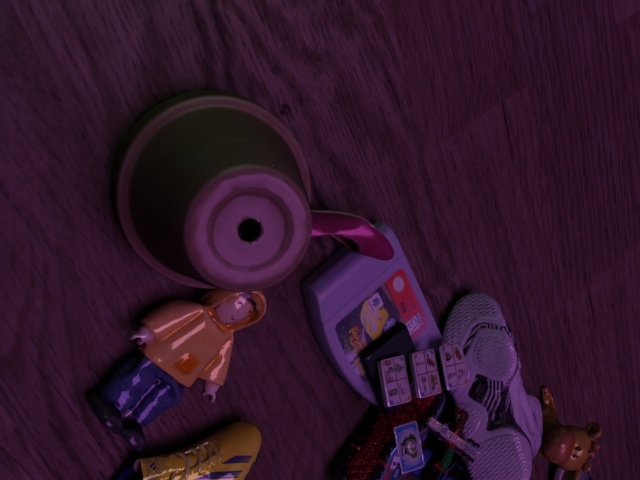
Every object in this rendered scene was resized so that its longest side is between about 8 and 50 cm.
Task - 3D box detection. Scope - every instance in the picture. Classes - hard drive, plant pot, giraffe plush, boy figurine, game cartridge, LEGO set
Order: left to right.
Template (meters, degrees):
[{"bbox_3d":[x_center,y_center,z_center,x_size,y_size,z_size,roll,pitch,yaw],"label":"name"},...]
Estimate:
[{"bbox_3d":[-0.184,0.159,1.167,0.285,0.092,0.177,-43,125,-12],"label":"boy figurine"},{"bbox_3d":[-0.114,-0.038,1.021,0.263,0.229,0.263,-6,109,-18],"label":"plant pot"},{"bbox_3d":[0.087,0.136,1.384,0.196,0.060,0.294,-38,125,-15],"label":"game cartridge"},{"bbox_3d":[0.123,0.215,1.391,0.094,0.022,0.135,-35,124,-21],"label":"hard drive"},{"bbox_3d":[0.180,0.305,1.395,0.182,0.060,0.244,-8,85,-34],"label":"LEGO set"},{"bbox_3d":[0.462,0.406,1.678,0.210,0.170,0.181,-6,109,-35],"label":"giraffe plush"}]

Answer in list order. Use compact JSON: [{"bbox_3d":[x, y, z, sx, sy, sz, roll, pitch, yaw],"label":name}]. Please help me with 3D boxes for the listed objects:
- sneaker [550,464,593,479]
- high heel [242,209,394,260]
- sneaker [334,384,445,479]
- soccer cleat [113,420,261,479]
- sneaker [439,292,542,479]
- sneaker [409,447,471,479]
[{"bbox_3d":[0.631,0.615,1.872,0.124,0.178,0.295,-41,125,-18],"label":"sneaker"},{"bbox_3d":[0.000,0.000,1.234,0.244,0.082,0.117,33,76,-30],"label":"high heel"},{"bbox_3d":[0.129,0.358,1.482,0.262,0.104,0.125,-47,146,-10],"label":"sneaker"},{"bbox_3d":[-0.211,0.344,1.210,0.289,0.093,0.121,-31,125,-23],"label":"soccer cleat"},{"bbox_3d":[0.323,0.278,1.552,0.210,0.137,0.366,6,74,-68],"label":"sneaker"},{"bbox_3d":[0.238,0.438,1.535,0.081,0.090,0.232,-58,152,0],"label":"sneaker"}]
